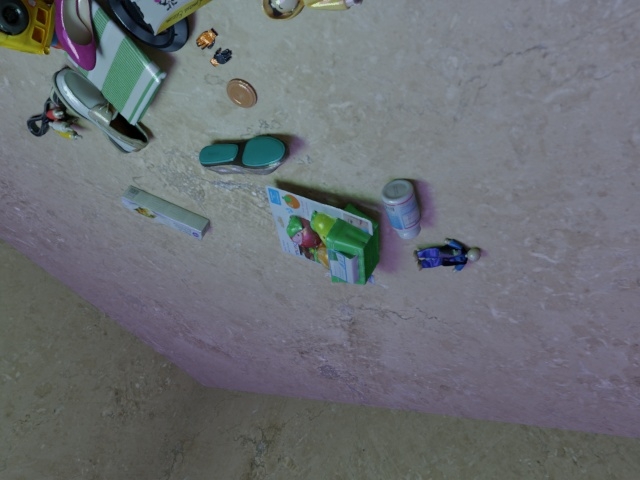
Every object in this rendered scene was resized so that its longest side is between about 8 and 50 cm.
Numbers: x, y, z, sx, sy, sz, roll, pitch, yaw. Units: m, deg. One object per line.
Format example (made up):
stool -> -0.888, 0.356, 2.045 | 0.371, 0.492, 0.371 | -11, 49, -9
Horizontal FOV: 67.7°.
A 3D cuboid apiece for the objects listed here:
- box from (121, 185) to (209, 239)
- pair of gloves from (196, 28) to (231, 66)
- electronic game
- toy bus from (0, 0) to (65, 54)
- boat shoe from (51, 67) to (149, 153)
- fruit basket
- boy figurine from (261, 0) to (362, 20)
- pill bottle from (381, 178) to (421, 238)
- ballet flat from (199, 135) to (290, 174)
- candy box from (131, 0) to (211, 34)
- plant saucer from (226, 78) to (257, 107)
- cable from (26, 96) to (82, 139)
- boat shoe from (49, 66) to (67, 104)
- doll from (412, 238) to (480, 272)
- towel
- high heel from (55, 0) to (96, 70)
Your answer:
box -> -0.570, -0.101, 1.756 | 0.324, 0.067, 0.063 | 23, 147, 1
pair of gloves -> -0.255, -0.457, 1.139 | 0.074, 0.010, 0.083 | -12, 133, 41
electronic game -> -0.400, -0.534, 1.088 | 0.229, 0.048, 0.229 | 23, 152, 13
toy bus -> -0.681, -0.543, 1.111 | 0.149, 0.220, 0.211 | 16, -174, 29
boat shoe -> -0.624, -0.379, 1.389 | 0.103, 0.113, 0.302 | -2, 148, 31
fruit basket -> 0.000, 0.000, 1.464 | 0.353, 0.165, 0.327 | 16, 145, 18
boy figurine -> -0.001, -0.495, 0.866 | 0.285, 0.092, 0.177 | -9, 136, 35
pill bottle -> 0.222, -0.080, 1.285 | 0.087, 0.087, 0.160 | 3, 141, 28
ballet flat -> -0.198, -0.230, 1.349 | 0.316, 0.107, 0.106 | 8, 163, 31
candy box -> -0.320, -0.536, 0.902 | 0.071, 0.159, 0.233 | 57, 179, 32
plant saucer -> -0.203, -0.372, 1.217 | 0.083, 0.013, 0.083 | 16, 144, 12
cable -> -0.900, -0.392, 1.563 | 0.287, 0.072, 0.139 | 4, 135, 28
boat shoe -> -0.761, -0.448, 1.418 | 0.049, 0.056, 0.152 | 40, 143, -13
doll -> 0.374, 0.050, 1.403 | 0.189, 0.046, 0.129 | -10, 124, 31
towel -> -0.556, -0.481, 1.225 | 0.325, 0.038, 0.248 | 47, 140, -12
high heel -> -0.553, -0.515, 1.099 | 0.117, 0.082, 0.244 | 19, 124, 35
